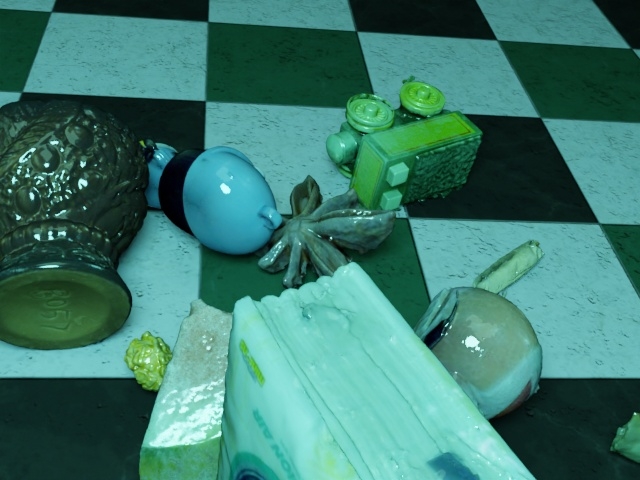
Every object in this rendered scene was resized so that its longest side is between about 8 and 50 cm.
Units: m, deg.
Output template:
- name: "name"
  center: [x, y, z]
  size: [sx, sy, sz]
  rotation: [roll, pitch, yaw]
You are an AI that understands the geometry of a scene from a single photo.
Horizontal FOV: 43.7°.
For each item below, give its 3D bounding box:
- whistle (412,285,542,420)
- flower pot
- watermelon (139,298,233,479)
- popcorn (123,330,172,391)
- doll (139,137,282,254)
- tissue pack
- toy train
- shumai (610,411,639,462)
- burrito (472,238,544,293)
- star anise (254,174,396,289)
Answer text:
- name: "whistle"
  center: [0.167, 0.194, 1.001]
  size: [0.189, 0.189, 0.348]
  rotation: [27, 57, 21]
- name: "flower pot"
  center: [-0.359, -0.013, 1.078]
  size: [0.266, 0.267, 0.267]
  rotation: [-4, 51, -14]
- name: "watermelon"
  center: [-0.089, 0.192, 0.984]
  size: [0.310, 0.193, 0.232]
  rotation: [-20, 66, -12]
- name: "popcorn"
  center: [-0.215, 0.160, 1.030]
  size: [0.057, 0.083, 0.082]
  rotation: [-39, 18, -8]
- name: "doll"
  center: [-0.173, -0.074, 1.209]
  size: [0.314, 0.177, 0.141]
  rotation: [24, 62, 37]
- name: "tissue pack"
  center: [0.019, 0.258, 0.710]
  size: [0.162, 0.388, 0.287]
  rotation: [-13, 44, -27]
- name: "toy train"
  center: [0.147, -0.166, 1.414]
  size: [0.271, 0.159, 0.188]
  rotation: [-18, 53, -28]
- name: "shumai"
  center: [0.537, 0.273, 0.960]
  size: [0.329, 0.292, 0.288]
  rotation: [5, 3, -15]
- name: "burrito"
  center: [0.298, 0.048, 1.278]
  size: [0.185, 0.041, 0.045]
  rotation: [-28, 94, -36]
- name: "star anise"
  center: [0.003, 0.002, 1.224]
  size: [0.257, 0.111, 0.198]
  rotation: [26, 66, 42]
